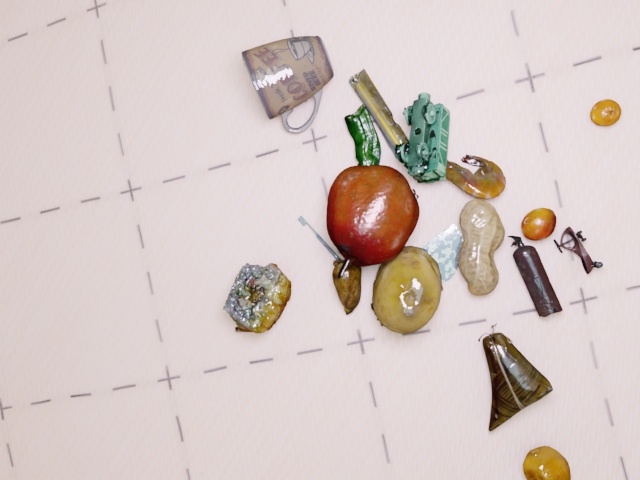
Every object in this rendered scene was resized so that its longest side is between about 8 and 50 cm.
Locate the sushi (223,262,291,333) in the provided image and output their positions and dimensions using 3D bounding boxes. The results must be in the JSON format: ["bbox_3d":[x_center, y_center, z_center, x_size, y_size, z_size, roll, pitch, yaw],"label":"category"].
[{"bbox_3d":[-0.213,0.198,1.496,0.184,0.139,0.274,26,87,11],"label":"sushi"}]

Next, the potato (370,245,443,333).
[{"bbox_3d":[0.267,0.161,1.375,0.242,0.242,0.285,32,94,9],"label":"potato"}]

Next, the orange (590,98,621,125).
[{"bbox_3d":[0.859,-0.385,1.358,0.083,0.070,0.083,0,93,8],"label":"orange"}]

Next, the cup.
[{"bbox_3d":[-0.081,-0.509,1.471,0.257,0.227,0.301,-20,114,5],"label":"cup"}]

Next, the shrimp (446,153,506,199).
[{"bbox_3d":[0.464,-0.217,1.421,0.249,0.068,0.150,29,63,15],"label":"shrimp"}]

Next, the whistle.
[{"bbox_3d":[0.199,-0.415,1.480,0.068,0.057,0.326,-32,83,8],"label":"whistle"}]

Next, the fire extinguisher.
[{"bbox_3d":[0.645,0.102,1.376,0.072,0.089,0.267,-28,82,52],"label":"fire extinguisher"}]

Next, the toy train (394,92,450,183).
[{"bbox_3d":[0.315,-0.313,1.387,0.115,0.154,0.269,-2,75,38],"label":"toy train"}]

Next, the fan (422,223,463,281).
[{"bbox_3d":[0.385,0.060,1.460,0.131,0.009,0.240,33,95,11],"label":"fan"}]

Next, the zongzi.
[{"bbox_3d":[0.531,0.425,1.383,0.241,0.111,0.247,-43,77,13],"label":"zongzi"}]

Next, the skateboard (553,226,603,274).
[{"bbox_3d":[0.779,0.033,1.373,0.080,0.067,0.151,-30,78,18],"label":"skateboard"}]

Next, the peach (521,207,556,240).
[{"bbox_3d":[0.665,-0.050,1.368,0.101,0.101,0.100,0,89,10],"label":"peach"}]

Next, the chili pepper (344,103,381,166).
[{"bbox_3d":[0.143,-0.336,1.487,0.098,0.061,0.224,-13,85,14],"label":"chili pepper"}]

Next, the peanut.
[{"bbox_3d":[0.494,0.022,1.389,0.136,0.120,0.298,2,92,15],"label":"peanut"}]

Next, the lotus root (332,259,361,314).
[{"bbox_3d":[0.094,0.153,1.470,0.094,0.108,0.190,-4,100,46],"label":"lotus root"}]

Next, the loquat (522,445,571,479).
[{"bbox_3d":[0.679,0.689,1.350,0.137,0.113,0.137,1,85,-15],"label":"loquat"}]

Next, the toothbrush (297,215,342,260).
[{"bbox_3d":[0.000,0.000,1.526,0.019,0.016,0.219,-44,82,8],"label":"toothbrush"}]

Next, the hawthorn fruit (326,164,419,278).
[{"bbox_3d":[0.132,-0.047,1.358,0.285,0.285,0.369,24,76,10],"label":"hawthorn fruit"}]
